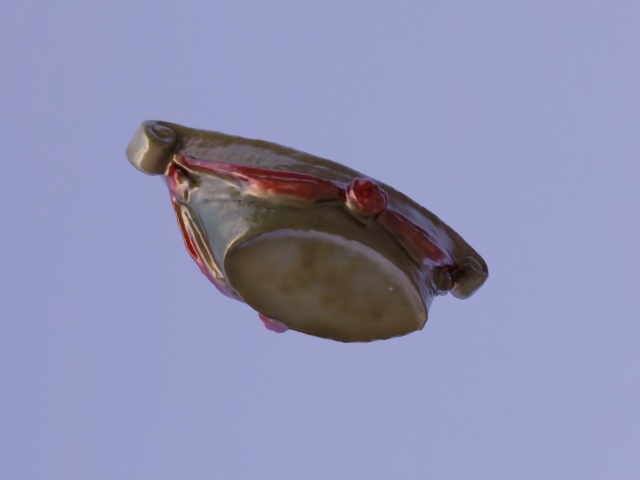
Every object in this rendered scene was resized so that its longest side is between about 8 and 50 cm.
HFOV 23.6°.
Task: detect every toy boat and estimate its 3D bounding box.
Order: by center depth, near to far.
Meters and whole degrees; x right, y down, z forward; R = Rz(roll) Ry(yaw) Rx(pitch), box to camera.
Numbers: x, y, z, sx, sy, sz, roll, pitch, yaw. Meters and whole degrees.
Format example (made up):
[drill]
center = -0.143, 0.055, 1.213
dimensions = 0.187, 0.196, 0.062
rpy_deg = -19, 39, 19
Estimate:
[toy boat]
center = -0.001, 0.000, 0.692
dimensions = 0.185, 0.089, 0.071
rpy_deg = 22, -150, -20
